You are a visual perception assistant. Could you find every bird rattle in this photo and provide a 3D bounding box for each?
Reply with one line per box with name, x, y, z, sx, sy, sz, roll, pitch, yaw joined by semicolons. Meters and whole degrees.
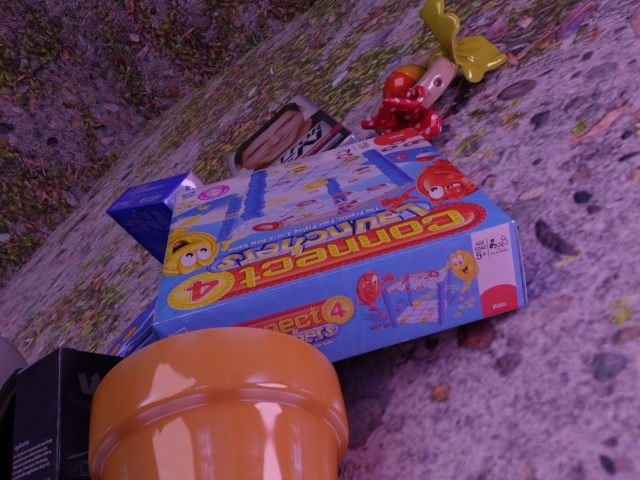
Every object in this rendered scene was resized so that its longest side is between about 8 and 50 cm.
bird rattle;0.148;-0.215;0.935;0.253;0.143;0.207;-60;14;-6

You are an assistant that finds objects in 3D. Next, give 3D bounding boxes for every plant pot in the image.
plant pot;-0.068;0.201;0.465;0.205;0.205;0.188;-35;41;18

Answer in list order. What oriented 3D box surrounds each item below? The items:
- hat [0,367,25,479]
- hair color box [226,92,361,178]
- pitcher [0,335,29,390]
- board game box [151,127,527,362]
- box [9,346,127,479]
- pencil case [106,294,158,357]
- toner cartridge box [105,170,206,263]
hat;-0.337;0.319;0.713;0.331;0.134;0.331;-46;34;45
hair color box;-0.033;-0.105;0.984;0.185;0.113;0.374;-41;23;5
pitcher;-0.596;0.261;1.141;0.178;0.207;0.125;-29;27;32
board game box;0.000;0.000;0.648;0.308;0.086;0.302;-16;26;-2
box;-0.221;0.206;0.649;0.093;0.156;0.158;-29;57;31
pencil case;-0.196;0.126;0.838;0.306;0.133;0.119;-45;53;-2
toner cartridge box;-0.272;-0.031;1.170;0.348;0.165;0.075;0;48;56
